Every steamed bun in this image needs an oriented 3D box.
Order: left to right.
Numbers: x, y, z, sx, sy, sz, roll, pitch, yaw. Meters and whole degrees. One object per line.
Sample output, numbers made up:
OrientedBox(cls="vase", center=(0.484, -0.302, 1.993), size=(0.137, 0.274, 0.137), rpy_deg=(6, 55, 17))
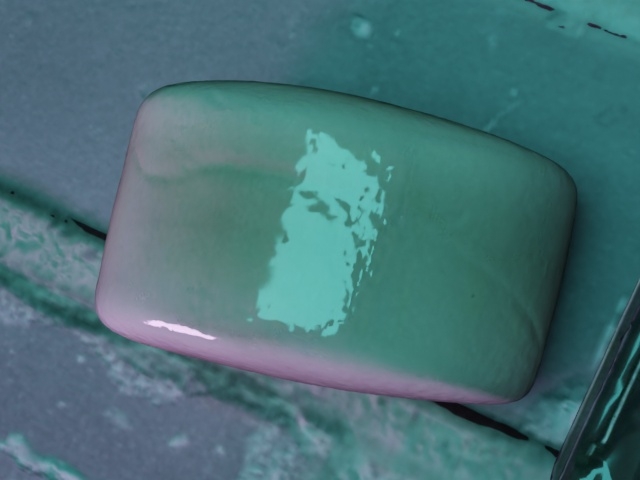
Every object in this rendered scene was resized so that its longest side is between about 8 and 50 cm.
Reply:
OrientedBox(cls="steamed bun", center=(0.000, 0.000, 0.894), size=(0.241, 0.164, 0.146), rpy_deg=(10, 85, 24))

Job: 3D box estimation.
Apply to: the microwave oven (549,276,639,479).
OrientedBox(cls="microwave oven", center=(0.261, 0.058, 0.694), size=(0.247, 0.333, 0.394), rpy_deg=(26, 93, 31))
